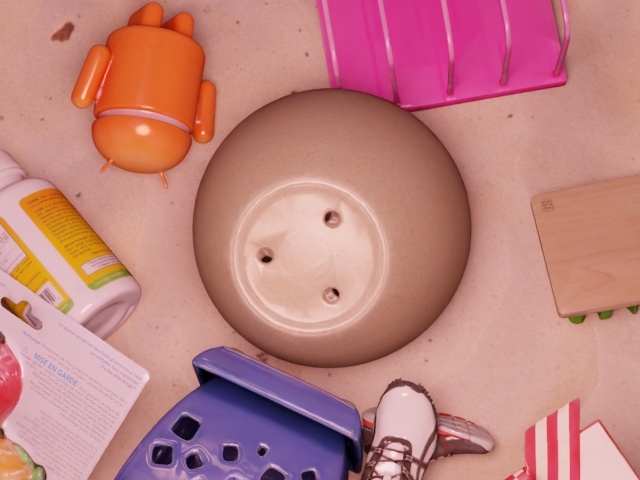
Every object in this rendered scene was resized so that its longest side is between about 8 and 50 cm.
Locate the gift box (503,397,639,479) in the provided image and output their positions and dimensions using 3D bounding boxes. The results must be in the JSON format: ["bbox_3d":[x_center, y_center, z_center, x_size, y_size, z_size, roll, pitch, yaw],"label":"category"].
[{"bbox_3d":[0.269,0.332,1.511,0.276,0.258,0.255,-38,77,-4],"label":"gift box"}]

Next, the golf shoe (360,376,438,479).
[{"bbox_3d":[0.084,0.256,1.593,0.077,0.094,0.198,10,105,13],"label":"golf shoe"}]

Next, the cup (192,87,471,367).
[{"bbox_3d":[0.000,0.000,1.570,0.331,0.237,0.331,1,98,7],"label":"cup"}]

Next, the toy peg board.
[{"bbox_3d":[0.344,0.019,1.684,0.161,0.079,0.161,-10,60,2],"label":"toy peg board"}]

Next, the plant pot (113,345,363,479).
[{"bbox_3d":[-0.074,0.260,1.576,0.236,0.236,0.212,23,72,10],"label":"plant pot"}]

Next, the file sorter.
[{"bbox_3d":[0.141,-0.285,1.708,0.290,0.182,0.202,-10,76,2],"label":"file sorter"}]

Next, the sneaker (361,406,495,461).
[{"bbox_3d":[0.124,0.237,1.658,0.157,0.061,0.065,9,99,11],"label":"sneaker"}]

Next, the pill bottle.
[{"bbox_3d":[-0.340,0.013,1.699,0.136,0.136,0.246,-41,77,-5],"label":"pill bottle"}]

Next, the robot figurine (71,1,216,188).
[{"bbox_3d":[-0.213,-0.178,1.739,0.128,0.158,0.219,2,76,22],"label":"robot figurine"}]

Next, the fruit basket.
[{"bbox_3d":[-0.410,0.212,1.625,0.327,0.165,0.353,32,88,11],"label":"fruit basket"}]
